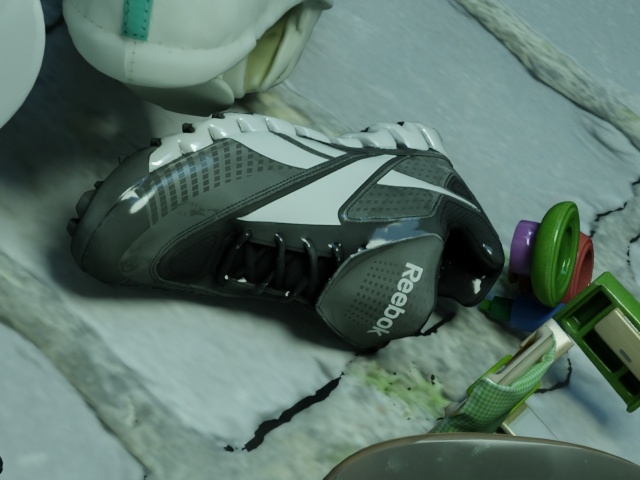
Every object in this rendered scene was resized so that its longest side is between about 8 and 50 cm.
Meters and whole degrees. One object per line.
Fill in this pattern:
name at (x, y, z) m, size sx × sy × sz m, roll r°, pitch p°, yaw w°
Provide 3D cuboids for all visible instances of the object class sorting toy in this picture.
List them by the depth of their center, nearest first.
sorting toy at (0.104, 0.014, 0.895) m, size 0.042 × 0.061 × 0.102 m, roll 11°, pitch -11°, yaw 19°

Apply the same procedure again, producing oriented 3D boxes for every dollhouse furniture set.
dollhouse furniture set at (0.100, 0.072, 0.797) m, size 0.058 × 0.076 × 0.151 m, roll 49°, pitch 38°, yaw 6°

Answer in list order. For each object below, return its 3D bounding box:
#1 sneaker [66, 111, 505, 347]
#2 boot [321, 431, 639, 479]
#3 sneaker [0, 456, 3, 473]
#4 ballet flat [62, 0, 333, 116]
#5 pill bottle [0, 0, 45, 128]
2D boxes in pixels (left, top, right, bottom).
sneaker at (0.000, 0.000, 0.810) m, size 0.234 × 0.078 × 0.106 m, roll -6°, pitch 46°, yaw -46°
boot at (0.124, 0.135, 0.745) m, size 0.305 × 0.112 × 0.115 m, roll 13°, pitch 8°, yaw -20°
sneaker at (-0.157, 0.104, 0.538) m, size 0.097 × 0.084 × 0.235 m, roll 31°, pitch 33°, yaw -3°
ballet flat at (-0.054, -0.126, 0.864) m, size 0.139 × 0.139 × 0.400 m, roll 32°, pitch 8°, yaw 1°
pill bottle at (-0.207, -0.171, 0.785) m, size 0.169 × 0.169 × 0.301 m, roll 9°, pitch 39°, yaw -30°
